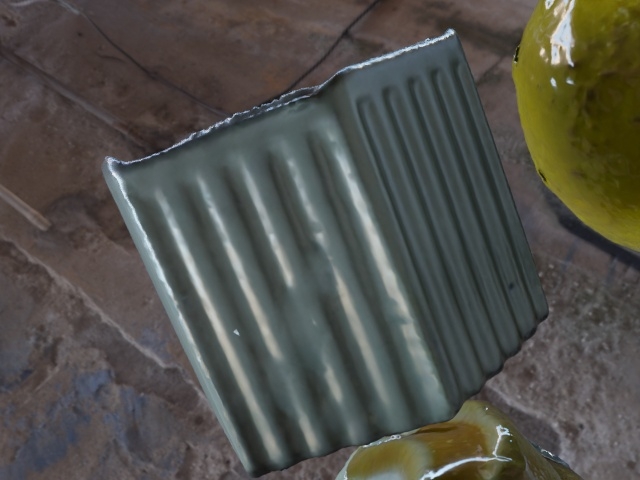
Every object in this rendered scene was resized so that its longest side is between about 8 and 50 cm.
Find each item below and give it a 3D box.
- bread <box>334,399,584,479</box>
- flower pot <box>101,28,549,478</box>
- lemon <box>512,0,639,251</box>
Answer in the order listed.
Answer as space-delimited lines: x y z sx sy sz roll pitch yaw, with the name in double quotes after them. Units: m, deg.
0.179 0.299 0.596 0.210 0.341 0.300 -47 -7 -22 "bread"
0.000 0.000 0.422 0.209 0.239 0.190 -59 -51 -72 "flower pot"
0.281 -0.118 0.516 0.310 0.253 0.253 44 -105 -22 "lemon"
